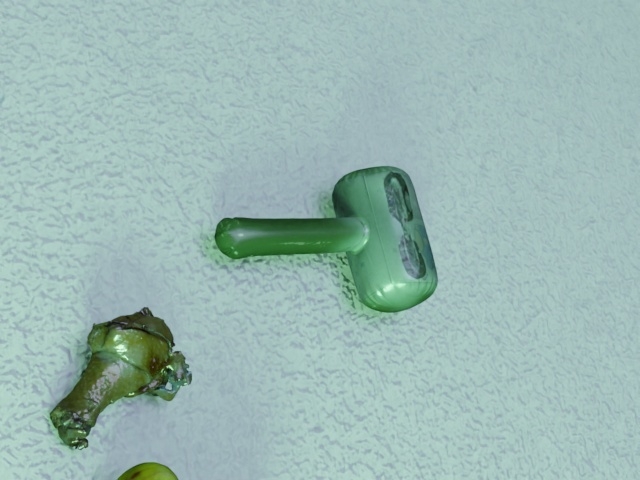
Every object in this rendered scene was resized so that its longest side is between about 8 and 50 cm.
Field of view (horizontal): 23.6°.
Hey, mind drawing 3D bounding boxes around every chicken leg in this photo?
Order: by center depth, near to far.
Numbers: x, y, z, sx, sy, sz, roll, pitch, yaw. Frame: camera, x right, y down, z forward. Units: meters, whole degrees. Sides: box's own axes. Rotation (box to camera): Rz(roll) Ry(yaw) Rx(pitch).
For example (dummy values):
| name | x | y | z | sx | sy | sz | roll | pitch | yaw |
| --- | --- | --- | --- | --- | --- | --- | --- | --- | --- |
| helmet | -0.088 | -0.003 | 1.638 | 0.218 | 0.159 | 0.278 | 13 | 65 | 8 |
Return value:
| name | x | y | z | sx | sy | sz | roll | pitch | yaw |
| --- | --- | --- | --- | --- | --- | --- | --- | --- | --- |
| chicken leg | -0.239 | 0.153 | 1.795 | 0.196 | 0.080 | 0.125 | -27 | 97 | -45 |

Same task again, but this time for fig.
| name | x | y | z | sx | sy | sz | roll | pitch | yaw |
| --- | --- | --- | --- | --- | --- | --- | --- | --- | --- |
| fig | -0.231 | 0.310 | 1.730 | 0.166 | 0.093 | 0.093 | -19 | 75 | -4 |

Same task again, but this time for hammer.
| name | x | y | z | sx | sy | sz | roll | pitch | yaw |
| --- | --- | --- | --- | --- | --- | --- | --- | --- | --- |
| hammer | 0.000 | 0.000 | 2.075 | 0.335 | 0.119 | 0.206 | -1 | 66 | -34 |
